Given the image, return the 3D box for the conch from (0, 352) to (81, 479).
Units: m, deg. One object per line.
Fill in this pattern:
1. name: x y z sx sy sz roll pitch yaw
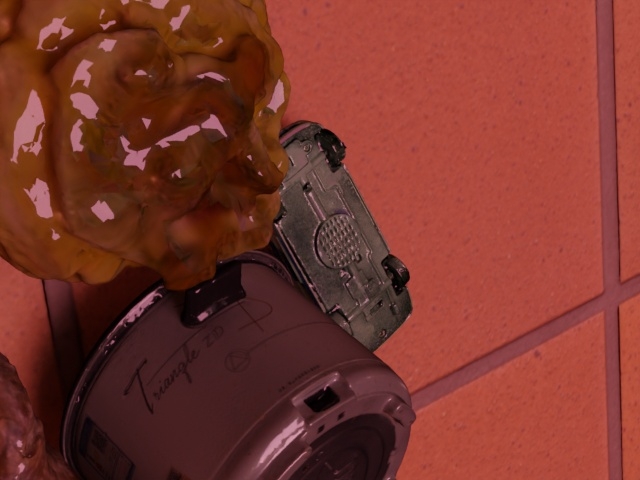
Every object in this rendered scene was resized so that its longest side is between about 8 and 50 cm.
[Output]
1. conch: -0.286 0.220 1.103 0.297 0.210 0.352 -14 80 -37

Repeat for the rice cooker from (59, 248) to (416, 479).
1. rice cooker: -0.069 0.140 1.246 0.241 0.227 0.280 -32 145 -31

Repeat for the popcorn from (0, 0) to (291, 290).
1. popcorn: -0.140 -0.103 1.093 0.293 0.237 0.293 -16 116 -35

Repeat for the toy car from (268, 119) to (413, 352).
1. toy car: 0.000 0.000 1.365 0.090 0.076 0.224 -41 120 -23
